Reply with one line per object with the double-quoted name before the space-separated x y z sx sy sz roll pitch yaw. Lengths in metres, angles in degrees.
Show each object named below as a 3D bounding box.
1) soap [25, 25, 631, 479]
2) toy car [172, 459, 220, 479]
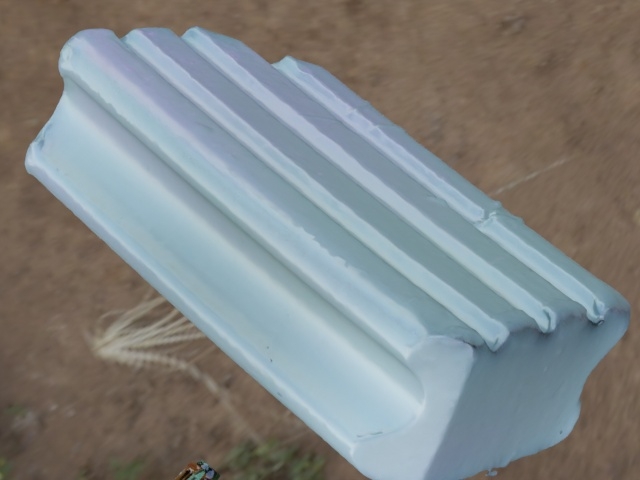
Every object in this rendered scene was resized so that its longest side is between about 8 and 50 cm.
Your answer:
"soap" 0.000 0.000 1.001 0.289 0.173 0.095 40 119 28
"toy car" -0.094 0.186 1.348 0.035 0.122 0.059 37 81 20
